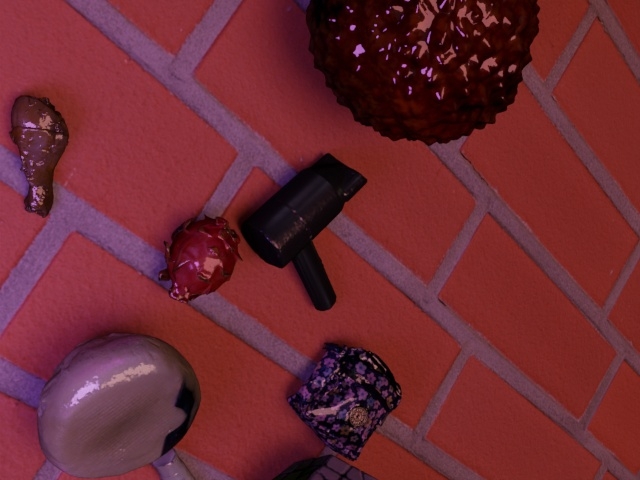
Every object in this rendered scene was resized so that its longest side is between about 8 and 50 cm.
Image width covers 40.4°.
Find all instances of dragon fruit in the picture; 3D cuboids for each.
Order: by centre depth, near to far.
[{"bbox_3d":[-0.213,0.035,1.537,0.136,0.133,0.166,27,82,3],"label":"dragon fruit"}]

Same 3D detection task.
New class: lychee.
[{"bbox_3d":[0.176,-0.404,1.522,0.425,0.425,0.500,-39,132,-23],"label":"lychee"}]

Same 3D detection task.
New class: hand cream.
[{"bbox_3d":[-0.260,0.480,1.668,0.078,0.050,0.204,-27,122,-7],"label":"hand cream"}]

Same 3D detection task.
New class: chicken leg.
[{"bbox_3d":[-0.436,-0.127,1.355,0.085,0.069,0.197,-8,114,-34],"label":"chicken leg"}]

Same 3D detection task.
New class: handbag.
[{"bbox_3d":[0.063,0.334,1.828,0.208,0.127,0.228,-49,118,-15],"label":"handbag"}]

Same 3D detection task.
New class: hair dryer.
[{"bbox_3d":[0.000,0.000,1.715,0.244,0.116,0.302,-42,135,-21],"label":"hair dryer"}]

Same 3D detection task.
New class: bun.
[{"bbox_3d":[-0.348,0.259,1.466,0.283,0.179,0.283,-17,133,-19],"label":"bun"}]

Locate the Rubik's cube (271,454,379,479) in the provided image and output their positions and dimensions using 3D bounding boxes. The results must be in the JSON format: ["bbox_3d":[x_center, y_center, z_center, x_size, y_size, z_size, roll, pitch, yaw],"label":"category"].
[{"bbox_3d":[0.000,0.595,1.760,0.319,0.319,0.264,-63,155,-6],"label":"Rubik's cube"}]
